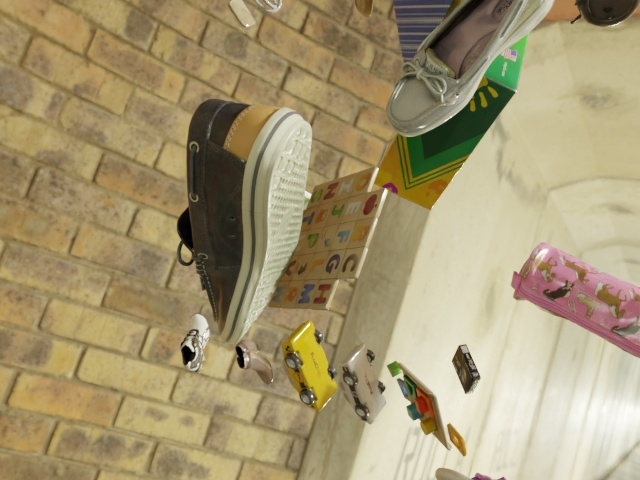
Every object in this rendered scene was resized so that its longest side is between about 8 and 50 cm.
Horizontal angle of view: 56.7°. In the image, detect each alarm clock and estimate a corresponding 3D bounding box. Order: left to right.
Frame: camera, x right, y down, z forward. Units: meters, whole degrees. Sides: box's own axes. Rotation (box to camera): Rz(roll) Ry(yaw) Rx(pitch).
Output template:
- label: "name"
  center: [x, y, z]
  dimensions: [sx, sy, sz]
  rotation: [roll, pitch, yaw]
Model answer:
- label: "alarm clock"
  center: [0.647, -0.535, 1.286]
  dimensions: [0.192, 0.064, 0.129]
  rotation: [-5, -56, 14]

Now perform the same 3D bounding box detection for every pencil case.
- label: "pencil case"
  center: [0.637, 0.148, 1.359]
  dimensions: [0.386, 0.160, 0.167]
  rotation: [30, 7, 23]

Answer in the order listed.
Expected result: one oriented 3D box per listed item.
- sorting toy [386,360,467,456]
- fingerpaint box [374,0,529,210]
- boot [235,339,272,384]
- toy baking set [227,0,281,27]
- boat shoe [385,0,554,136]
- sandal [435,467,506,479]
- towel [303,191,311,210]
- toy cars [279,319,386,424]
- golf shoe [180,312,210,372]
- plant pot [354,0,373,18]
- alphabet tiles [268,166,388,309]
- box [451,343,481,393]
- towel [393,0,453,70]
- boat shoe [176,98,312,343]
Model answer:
- label: "sorting toy"
  center: [0.261, 0.436, 1.547]
  dimensions: [0.348, 0.047, 0.195]
  rotation: [35, -32, 66]
- label: "fingerpaint box"
  center: [0.302, -0.352, 1.315]
  dimensions: [0.163, 0.444, 0.371]
  rotation: [25, -37, -1]
- label: "boot"
  center: [-0.159, 0.287, 1.385]
  dimensions: [0.042, 0.118, 0.087]
  rotation: [-30, -13, 20]
- label: "toy baking set"
  center: [-0.128, -0.467, 0.944]
  dimensions: [0.197, 0.256, 0.030]
  rotation: [33, -36, -29]
- label: "boat shoe"
  center: [0.213, -0.296, 0.910]
  dimensions: [0.103, 0.320, 0.118]
  rotation: [11, 42, -57]
- label: "sandal"
  center: [0.449, 0.652, 1.491]
  dimensions: [0.169, 0.102, 0.416]
  rotation: [60, -24, -8]
- label: "towel"
  center: [-0.169, -0.100, 1.773]
  dimensions: [0.325, 0.248, 0.038]
  rotation: [34, 19, -38]
- label: "toy cars"
  center: [0.023, 0.304, 1.351]
  dimensions: [0.087, 0.176, 0.394]
  rotation: [-2, -22, 39]
- label: "golf shoe"
  center: [-0.411, 0.327, 1.936]
  dimensions: [0.077, 0.198, 0.094]
  rotation: [-6, -23, 10]
- label: "plant pot"
  center: [0.114, -0.736, 1.638]
  dimensions: [0.033, 0.236, 0.236]
  rotation: [-6, -10, -3]
- label: "alphabet tiles"
  center: [0.000, 0.000, 1.150]
  dimensions: [0.011, 0.285, 0.343]
  rotation: [29, -19, -25]
- label: "box"
  center: [0.308, 0.272, 1.257]
  dimensions: [0.018, 0.083, 0.067]
  rotation: [-6, -40, -12]
- label: "towel"
  center: [0.303, -0.579, 1.512]
  dimensions: [0.243, 0.040, 0.335]
  rotation: [11, -43, 31]
- label: "boat shoe"
  center: [-0.130, -0.014, 0.931]
  dimensions: [0.156, 0.186, 0.500]
  rotation: [25, -39, 10]
